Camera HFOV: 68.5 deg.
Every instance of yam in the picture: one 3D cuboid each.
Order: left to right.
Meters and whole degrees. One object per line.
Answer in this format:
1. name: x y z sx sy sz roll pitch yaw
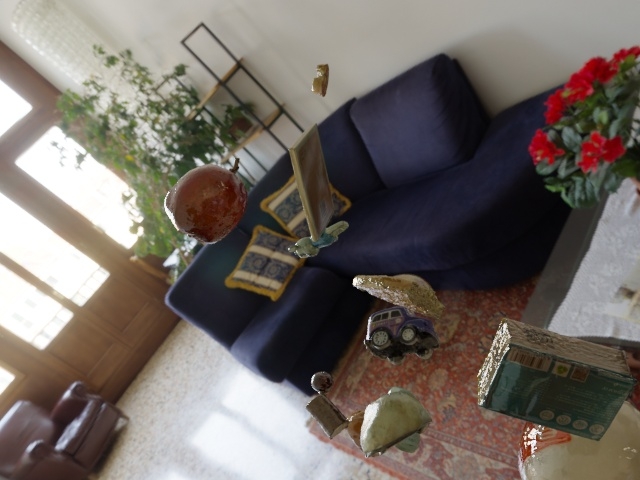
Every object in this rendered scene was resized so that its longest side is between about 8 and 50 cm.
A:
1. yam: 0.021 0.546 1.469 0.084 0.084 0.127 -46 62 2

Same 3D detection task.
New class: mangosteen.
1. mangosteen: 0.006 0.499 1.646 0.081 0.081 0.081 -40 21 19

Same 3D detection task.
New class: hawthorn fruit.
1. hawthorn fruit: -0.294 -0.121 1.282 0.253 0.205 0.205 -53 19 4

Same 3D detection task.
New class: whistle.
1. whistle: 0.000 0.000 1.630 0.236 0.114 0.077 -30 59 30

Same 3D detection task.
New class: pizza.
1. pizza: 0.186 0.110 1.114 0.204 0.188 0.080 10 74 48

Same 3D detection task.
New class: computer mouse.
1. computer mouse: 0.365 0.807 2.129 0.097 0.160 0.288 -38 36 44

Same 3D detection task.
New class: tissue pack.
1. tissue pack: 0.507 0.303 1.039 0.134 0.271 0.192 -63 -12 -63

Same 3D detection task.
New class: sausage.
1. sausage: 0.208 0.841 2.043 0.136 0.241 0.120 -30 15 22

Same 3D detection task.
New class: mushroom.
1. mushroom: 0.242 0.608 1.600 0.267 0.164 0.189 -20 -30 -17

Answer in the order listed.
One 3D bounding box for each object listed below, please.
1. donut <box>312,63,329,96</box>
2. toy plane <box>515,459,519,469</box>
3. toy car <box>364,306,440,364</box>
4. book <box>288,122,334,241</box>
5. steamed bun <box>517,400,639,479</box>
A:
1. donut: 0.002 -0.535 1.573 0.097 0.043 0.108 82 -158 -68
2. toy plane: 0.729 0.797 1.652 0.084 0.024 0.077 -10 80 47
3. toy car: 0.271 0.305 1.562 0.235 0.172 0.158 -16 50 26
4. book: -0.015 -0.141 1.142 0.018 0.241 0.170 -2 31 21
5. steamed bun: 0.685 0.554 1.265 0.374 0.241 0.374 -44 -12 -12
